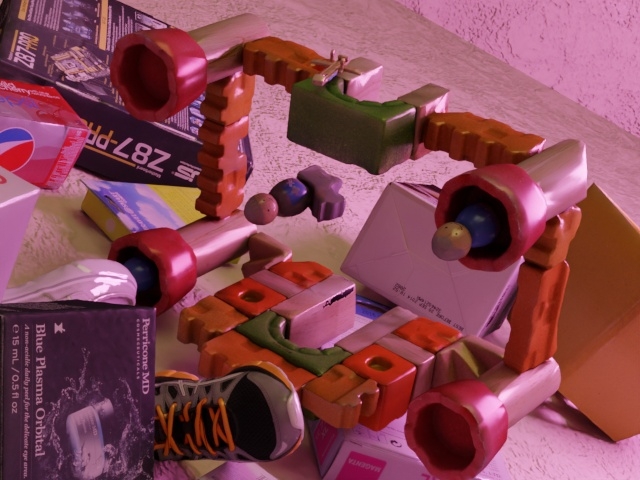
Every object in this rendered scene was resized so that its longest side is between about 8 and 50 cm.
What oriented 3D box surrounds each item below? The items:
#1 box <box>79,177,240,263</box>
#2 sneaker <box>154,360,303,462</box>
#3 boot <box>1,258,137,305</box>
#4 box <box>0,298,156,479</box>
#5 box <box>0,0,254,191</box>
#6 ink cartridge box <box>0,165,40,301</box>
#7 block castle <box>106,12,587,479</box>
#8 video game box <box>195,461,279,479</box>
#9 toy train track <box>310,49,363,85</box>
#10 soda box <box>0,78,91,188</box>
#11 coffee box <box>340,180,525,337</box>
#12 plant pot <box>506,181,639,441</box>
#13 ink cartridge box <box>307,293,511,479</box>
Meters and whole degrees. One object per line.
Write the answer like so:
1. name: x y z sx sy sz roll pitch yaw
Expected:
1. box: -0.173 -0.019 1.823 0.178 0.042 0.109 2 32 -49
2. sneaker: -0.098 0.150 1.388 0.215 0.084 0.083 -9 4 45
3. boot: -0.226 0.097 1.441 0.123 0.095 0.258 44 33 22
4. box: -0.207 0.125 1.253 0.093 0.156 0.158 2 1 38
5. box: -0.248 -0.192 2.061 0.318 0.097 0.395 24 21 -17
6. ink cartridge box: -0.404 -0.039 1.281 0.306 0.131 0.226 28 21 11
7. block castle: 0.000 0.000 1.524 0.453 0.303 0.213 25 34 31
8. video game box: -0.034 0.264 1.330 0.205 0.048 0.187 34 19 16
9. toy train track: 0.010 -0.154 1.488 0.048 0.014 0.083 15 25 13
10. soda box: -0.376 -0.120 1.746 0.263 0.083 0.092 7 30 -45
11. coffee box: 0.146 0.022 1.931 0.168 0.119 0.297 31 7 9
12. plant pot: 0.344 0.101 1.944 0.212 0.187 0.212 40 12 -33
13. ink cartridge box: 0.070 0.157 1.691 0.185 0.065 0.311 20 25 -18
